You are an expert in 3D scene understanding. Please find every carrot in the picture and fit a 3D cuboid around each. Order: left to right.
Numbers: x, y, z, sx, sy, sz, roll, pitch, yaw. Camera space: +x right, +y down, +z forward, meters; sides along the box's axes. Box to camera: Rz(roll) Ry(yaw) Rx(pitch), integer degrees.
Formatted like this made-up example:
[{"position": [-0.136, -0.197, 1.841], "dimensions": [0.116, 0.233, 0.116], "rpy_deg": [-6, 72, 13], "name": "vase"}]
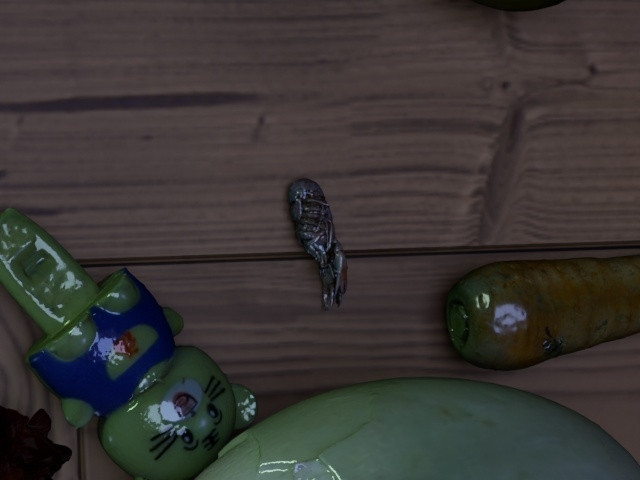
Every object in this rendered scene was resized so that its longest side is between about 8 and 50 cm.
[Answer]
[{"position": [0.228, 0.033, 1.329], "dimensions": [0.298, 0.078, 0.078], "rpy_deg": [-12, 93, -22], "name": "carrot"}]

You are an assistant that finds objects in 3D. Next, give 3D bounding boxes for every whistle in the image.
[{"position": [-0.133, 0.071, 1.198], "dimensions": [0.105, 0.085, 0.227], "rpy_deg": [-44, 102, -23], "name": "whistle"}]

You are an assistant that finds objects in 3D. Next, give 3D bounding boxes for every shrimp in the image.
[{"position": [0.002, 0.002, 1.267], "dimensions": [0.029, 0.038, 0.092], "rpy_deg": [-20, 95, -16], "name": "shrimp"}]

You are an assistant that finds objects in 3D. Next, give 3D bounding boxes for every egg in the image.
[{"position": [0.037, 0.224, 1.147], "dimensions": [0.336, 0.278, 0.278], "rpy_deg": [-8, 92, -23], "name": "egg"}]

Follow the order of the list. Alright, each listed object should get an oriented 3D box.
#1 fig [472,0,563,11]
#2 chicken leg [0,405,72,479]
[{"position": [0.111, -0.206, 1.282], "dimensions": [0.185, 0.133, 0.126], "rpy_deg": [-23, 117, 21], "name": "fig"}, {"position": [-0.355, 0.126, 1.127], "dimensions": [0.407, 0.096, 0.158], "rpy_deg": [-1, 108, -16], "name": "chicken leg"}]
